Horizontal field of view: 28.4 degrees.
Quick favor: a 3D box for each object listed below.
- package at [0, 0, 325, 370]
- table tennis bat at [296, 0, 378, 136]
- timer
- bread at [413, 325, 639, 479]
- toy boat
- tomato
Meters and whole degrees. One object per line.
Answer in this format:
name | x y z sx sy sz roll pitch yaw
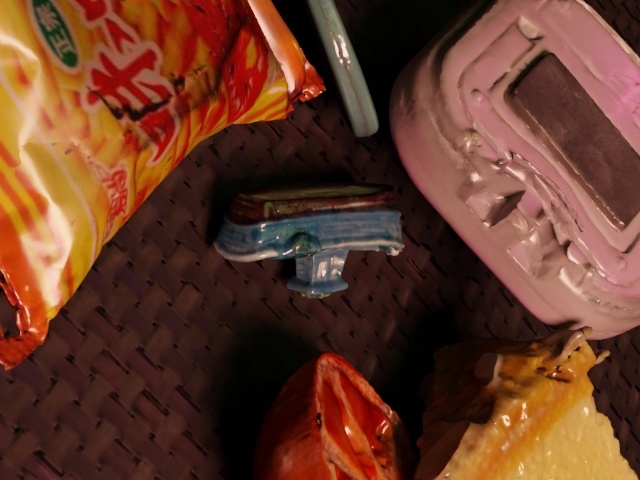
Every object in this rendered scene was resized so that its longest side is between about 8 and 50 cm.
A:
package | -0.114 -0.101 0.584 0.288 0.108 0.223 -43 114 -50
table tennis bat | -0.006 -0.143 0.697 0.201 0.033 0.124 65 2 -46
timer | 0.147 -0.054 0.766 0.208 0.069 0.191 47 49 -7
bread | 0.104 0.142 0.722 0.152 0.127 0.147 -45 113 -43
toy boat | 0.000 0.000 0.713 0.137 0.060 0.061 -10 110 -47
tomato | 0.006 0.137 0.649 0.156 0.069 0.156 58 16 -27
